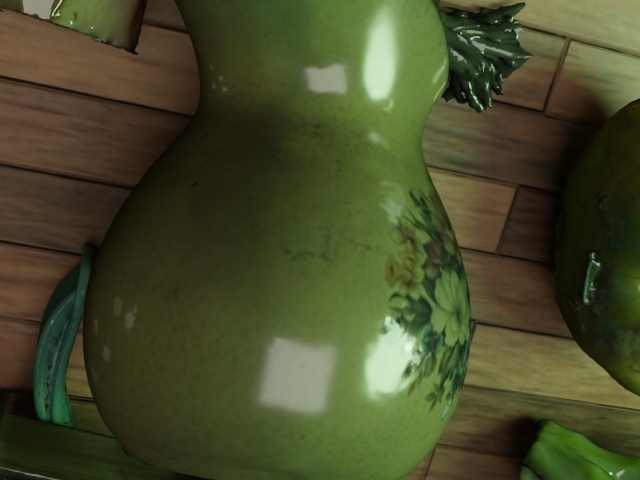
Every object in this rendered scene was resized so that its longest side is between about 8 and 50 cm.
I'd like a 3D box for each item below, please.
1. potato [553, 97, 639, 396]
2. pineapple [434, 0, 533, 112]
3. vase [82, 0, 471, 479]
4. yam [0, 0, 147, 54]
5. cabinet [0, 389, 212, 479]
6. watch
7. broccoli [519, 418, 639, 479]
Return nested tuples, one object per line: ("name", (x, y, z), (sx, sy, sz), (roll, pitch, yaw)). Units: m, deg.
("potato", (0.258, 0.006, 0.762), (0.143, 0.169, 0.248), (-32, 133, -37))
("pineapple", (0.041, -0.169, 0.694), (0.251, 0.125, 0.125), (24, 105, -29))
("vase", (0.000, 0.000, 0.663), (0.240, 0.329, 0.303), (5, 84, 27))
("yam", (-0.142, -0.240, 0.613), (0.128, 0.129, 0.238), (23, 103, 0))
("cabinet", (-0.181, 0.247, 0.716), (0.174, 0.148, 0.215), (16, 105, -14))
("watch", (-0.131, 0.110, 0.784), (0.195, 0.068, 0.237), (-11, 116, -4))
("broccoli", (0.264, 0.271, 0.837), (0.248, 0.245, 0.288), (-53, 150, -16))
